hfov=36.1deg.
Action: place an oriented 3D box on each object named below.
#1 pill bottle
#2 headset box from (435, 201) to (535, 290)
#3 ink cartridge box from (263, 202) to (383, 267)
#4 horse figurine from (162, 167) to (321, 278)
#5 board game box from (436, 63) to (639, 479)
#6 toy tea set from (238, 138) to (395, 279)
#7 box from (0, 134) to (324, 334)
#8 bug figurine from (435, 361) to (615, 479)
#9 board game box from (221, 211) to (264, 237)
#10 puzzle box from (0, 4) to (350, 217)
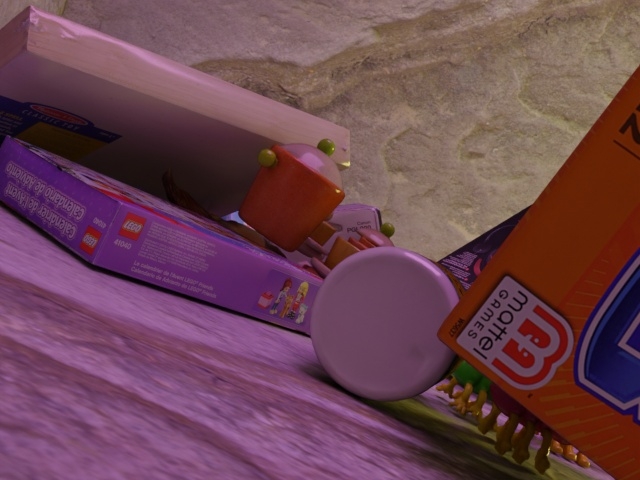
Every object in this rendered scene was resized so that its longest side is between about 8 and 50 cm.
[{"bbox_3d":[0.069,0.069,0.824,0.118,0.117,0.208,26,1,14],"label":"pill bottle"},{"bbox_3d":[0.257,0.083,1.225,0.293,0.110,0.218,-29,35,-30],"label":"headset box"},{"bbox_3d":[0.000,0.000,1.408,0.159,0.092,0.218,-8,3,-4],"label":"ink cartridge box"},{"bbox_3d":[-0.105,0.002,1.189,0.174,0.066,0.263,30,-4,29],"label":"horse figurine"},{"bbox_3d":[0.356,0.018,0.701,0.356,0.356,0.356,38,13,12],"label":"board game box"},{"bbox_3d":[0.030,-0.021,1.134,0.200,0.124,0.336,35,2,9],"label":"toy tea set"},{"bbox_3d":[-0.138,0.002,0.917,0.201,0.057,0.293,26,2,43],"label":"box"},{"bbox_3d":[0.223,0.166,0.875,0.216,0.072,0.279,25,2,-9],"label":"bug figurine"},{"bbox_3d":[-0.072,-0.023,1.633,0.211,0.039,0.160,25,37,-29],"label":"board game box"},{"bbox_3d":[-0.203,-0.121,1.099,0.409,0.052,0.272,17,-23,-40],"label":"puzzle box"}]
